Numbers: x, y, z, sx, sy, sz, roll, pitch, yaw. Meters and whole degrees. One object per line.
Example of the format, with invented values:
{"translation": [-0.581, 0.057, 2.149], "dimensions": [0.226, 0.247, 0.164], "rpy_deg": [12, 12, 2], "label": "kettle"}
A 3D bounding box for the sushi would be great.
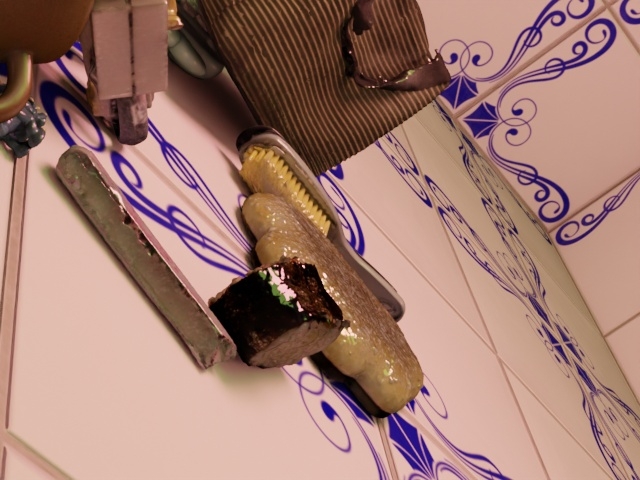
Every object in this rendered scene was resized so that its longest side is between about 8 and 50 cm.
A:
{"translation": [-0.037, 0.062, 1.117], "dimensions": [0.078, 0.090, 0.150], "rpy_deg": [61, 13, 11], "label": "sushi"}

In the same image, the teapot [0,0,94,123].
{"translation": [-0.257, -0.208, 0.902], "dimensions": [0.175, 0.185, 0.268], "rpy_deg": [4, 75, -30], "label": "teapot"}

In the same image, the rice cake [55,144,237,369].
{"translation": [-0.135, 0.014, 1.020], "dimensions": [0.208, 0.033, 0.033], "rpy_deg": [54, 4, -6], "label": "rice cake"}

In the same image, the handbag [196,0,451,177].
{"translation": [-0.004, -0.252, 1.537], "dimensions": [0.247, 0.240, 0.341], "rpy_deg": [64, 2, 34], "label": "handbag"}

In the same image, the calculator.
{"translation": [-0.185, -0.277, 1.543], "dimensions": [0.184, 0.042, 0.295], "rpy_deg": [45, 14, -32], "label": "calculator"}

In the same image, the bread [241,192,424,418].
{"translation": [0.019, 0.075, 1.350], "dimensions": [0.286, 0.056, 0.207], "rpy_deg": [48, 13, -18], "label": "bread"}

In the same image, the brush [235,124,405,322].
{"translation": [0.000, 0.000, 1.467], "dimensions": [0.297, 0.068, 0.060], "rpy_deg": [50, 34, -23], "label": "brush"}

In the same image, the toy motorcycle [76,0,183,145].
{"translation": [-0.176, -0.237, 1.085], "dimensions": [0.341, 0.107, 0.223], "rpy_deg": [100, -25, -57], "label": "toy motorcycle"}

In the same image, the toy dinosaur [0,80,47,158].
{"translation": [-0.228, -0.092, 0.970], "dimensions": [0.047, 0.030, 0.083], "rpy_deg": [46, 15, -28], "label": "toy dinosaur"}
